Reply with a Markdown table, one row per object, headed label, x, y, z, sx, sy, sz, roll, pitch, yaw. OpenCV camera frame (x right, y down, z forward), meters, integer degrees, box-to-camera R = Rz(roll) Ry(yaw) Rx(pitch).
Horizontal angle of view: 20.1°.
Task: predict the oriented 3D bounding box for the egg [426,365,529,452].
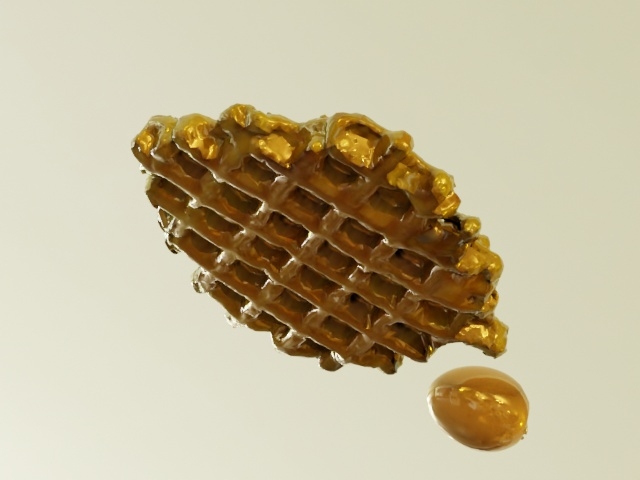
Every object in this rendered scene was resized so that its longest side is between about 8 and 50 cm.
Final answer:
| label | x | y | z | sx | sy | sz | roll | pitch | yaw |
| --- | --- | --- | --- | --- | --- | --- | --- | --- | --- |
| egg | 0.146 | 0.156 | 1.689 | 0.096 | 0.080 | 0.080 | 18 | -23 | -26 |

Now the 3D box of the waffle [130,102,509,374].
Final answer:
| label | x | y | z | sx | sy | sz | roll | pitch | yaw |
| --- | --- | --- | --- | --- | --- | --- | --- | --- | --- |
| waffle | -0.001 | 0.001 | 1.168 | 0.245 | 0.052 | 0.254 | 7 | -38 | 27 |
